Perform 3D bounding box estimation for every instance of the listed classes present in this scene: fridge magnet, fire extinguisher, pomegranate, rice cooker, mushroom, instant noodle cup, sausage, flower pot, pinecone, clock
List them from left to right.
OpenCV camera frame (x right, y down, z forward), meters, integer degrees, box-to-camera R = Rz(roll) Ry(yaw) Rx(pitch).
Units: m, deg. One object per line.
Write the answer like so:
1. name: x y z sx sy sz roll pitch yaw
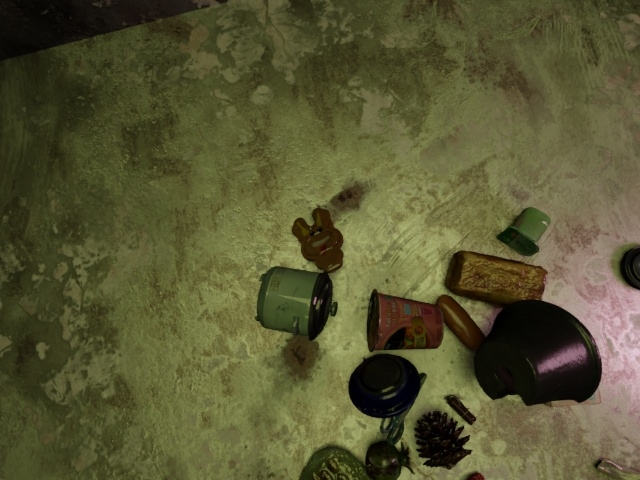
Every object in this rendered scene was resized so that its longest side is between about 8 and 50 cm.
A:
1. rice cooker: -0.081 0.230 1.575 0.317 0.264 0.316 1 34 -1
2. fridge magnet: 0.227 0.513 1.509 0.266 0.265 0.112 -20 121 0
3. pomegranate: 0.244 0.790 1.493 0.169 0.148 0.148 -11 77 -4
4. instant noodle cup: 0.313 0.308 1.555 0.255 0.244 0.243 6 79 -2
5. pinecone: 0.424 0.699 1.471 0.208 0.208 0.207 -1 78 4
6. sausage: 0.527 0.310 1.592 0.098 0.098 0.238 -37 79 -3
7. fire extinguisher: 0.517 0.623 1.553 0.132 0.039 0.056 44 52 12
8. flower pot: 0.669 0.393 1.384 0.251 0.379 0.379 -10 75 -32
9. mushroom: 1.076 0.824 1.463 0.202 0.054 0.059 16 74 13
10. clock: 1.253 0.107 1.601 0.185 0.040 0.184 -1 77 5

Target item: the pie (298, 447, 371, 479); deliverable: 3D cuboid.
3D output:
1. pie: 0.053 0.916 1.506 0.307 0.071 0.306 -2 81 10

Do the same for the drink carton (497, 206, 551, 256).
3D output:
1. drink carton: 0.806 -0.040 1.624 0.144 0.146 0.142 39 75 11

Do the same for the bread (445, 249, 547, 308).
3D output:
1. bread: 0.661 0.152 1.587 0.344 0.149 0.195 14 92 7

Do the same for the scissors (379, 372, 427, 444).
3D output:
1. scissors: 0.312 0.599 1.526 0.289 0.041 0.138 -46 119 -29

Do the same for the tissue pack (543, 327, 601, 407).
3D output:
1. tissue pack: 0.875 0.452 1.519 0.202 0.124 0.270 -6 78 7

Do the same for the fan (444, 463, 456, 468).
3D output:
1. fan: 0.475 0.799 1.537 0.060 0.003 0.080 16 80 7

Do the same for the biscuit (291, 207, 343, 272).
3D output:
1. biscuit: -0.001 -0.002 1.681 0.186 0.044 0.295 -31 58 -1

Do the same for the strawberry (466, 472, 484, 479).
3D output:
1. strawberry: 0.554 0.872 1.490 0.073 0.073 0.083 36 47 11
